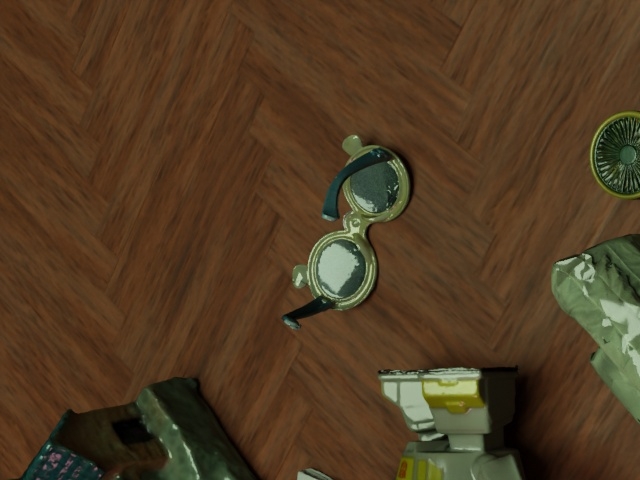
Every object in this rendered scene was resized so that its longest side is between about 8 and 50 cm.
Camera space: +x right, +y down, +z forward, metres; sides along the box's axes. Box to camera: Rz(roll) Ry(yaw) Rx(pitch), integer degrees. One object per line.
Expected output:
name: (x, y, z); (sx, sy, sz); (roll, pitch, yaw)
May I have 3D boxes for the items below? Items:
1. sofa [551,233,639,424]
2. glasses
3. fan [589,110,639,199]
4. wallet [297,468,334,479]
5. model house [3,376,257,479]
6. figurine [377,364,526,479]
sofa: (0.294, 0.116, 1.430); (0.210, 0.225, 0.176); (51, 119, 24)
glasses: (0.028, 0.012, 1.696); (0.088, 0.220, 0.189); (21, 109, -2)
fan: (0.310, -0.105, 1.528); (0.082, 0.039, 0.155); (51, 121, 29)
wallet: (-0.009, 0.316, 1.841); (0.061, 0.025, 0.122); (20, 104, 42)
model house: (-0.274, 0.320, 1.880); (0.194, 0.325, 0.267); (54, 124, 28)
figurine: (0.136, 0.259, 1.627); (0.308, 0.143, 0.308); (174, 90, -86)
